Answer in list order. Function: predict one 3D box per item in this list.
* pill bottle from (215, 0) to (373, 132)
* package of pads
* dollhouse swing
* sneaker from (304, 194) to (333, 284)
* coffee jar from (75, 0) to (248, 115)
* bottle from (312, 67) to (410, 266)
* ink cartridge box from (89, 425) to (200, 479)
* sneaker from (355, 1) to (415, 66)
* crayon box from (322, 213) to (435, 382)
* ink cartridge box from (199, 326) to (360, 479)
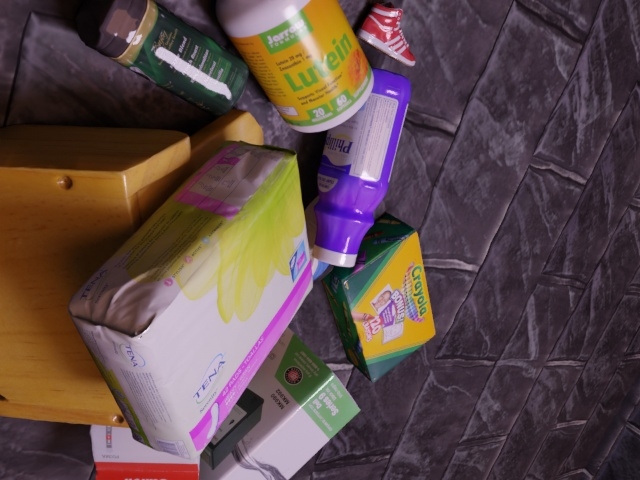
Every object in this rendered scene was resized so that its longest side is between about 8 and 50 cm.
[{"bbox_3d":[-0.041,-0.262,0.770,0.136,0.136,0.246,-45,134,-8],"label":"pill bottle"},{"bbox_3d":[-0.115,0.053,0.688,0.296,0.101,0.229,-56,151,-39],"label":"package of pads"},{"bbox_3d":[-0.252,0.003,0.815,0.315,0.305,0.347,3,122,6],"label":"dollhouse swing"},{"bbox_3d":[-0.001,0.000,1.021,0.084,0.058,0.152,55,52,-69],"label":"sneaker"},{"bbox_3d":[-0.177,-0.216,0.717,0.184,0.096,0.079,24,96,-45],"label":"coffee jar"},{"bbox_3d":[0.050,-0.105,0.923,0.092,0.118,0.283,9,100,-26],"label":"bottle"},{"bbox_3d":[-0.234,0.277,0.842,0.145,0.179,0.045,1,163,1],"label":"ink cartridge box"},{"bbox_3d":[0.110,-0.306,0.933,0.118,0.042,0.067,16,108,-41],"label":"sneaker"},{"bbox_3d":[0.109,0.110,1.153,0.165,0.081,0.278,-34,132,-18],"label":"crayon box"},{"bbox_3d":[-0.121,0.273,0.973,0.289,0.211,0.121,-42,135,-12],"label":"ink cartridge box"}]
